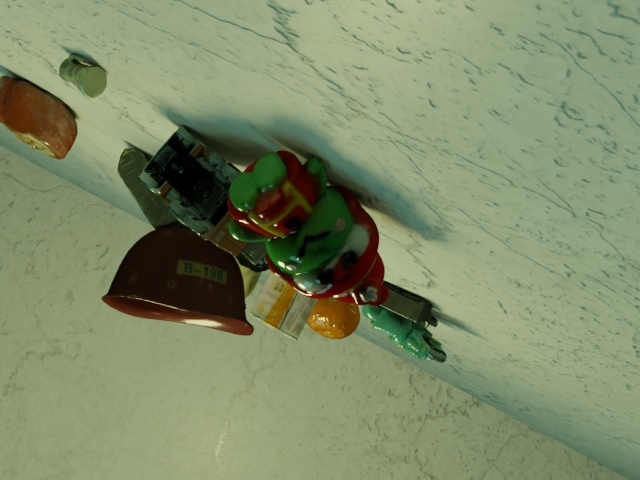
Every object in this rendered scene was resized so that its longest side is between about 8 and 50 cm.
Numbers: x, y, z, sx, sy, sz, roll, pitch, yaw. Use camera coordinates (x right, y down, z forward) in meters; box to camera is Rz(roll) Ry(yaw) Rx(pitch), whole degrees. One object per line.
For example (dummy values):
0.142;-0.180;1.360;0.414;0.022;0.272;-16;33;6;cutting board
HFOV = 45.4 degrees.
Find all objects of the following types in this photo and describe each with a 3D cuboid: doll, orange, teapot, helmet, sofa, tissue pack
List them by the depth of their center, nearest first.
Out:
0.000;0.000;1.254;0.363;0.182;0.160;45;-174;-31;doll
-0.418;-0.290;1.331;0.083;0.057;0.067;27;134;28;teapot
-0.329;0.087;1.896;0.384;0.230;0.337;16;164;-27;helmet
0.206;0.150;1.915;0.147;0.060;0.085;23;-174;31;sofa
-0.392;-0.139;1.983;0.225;0.176;0.210;56;175;10;sofa
-0.090;0.158;2.252;0.124;0.225;0.185;23;170;23;tissue pack
0.037;0.230;2.490;0.193;0.161;0.193;23;159;10;orange

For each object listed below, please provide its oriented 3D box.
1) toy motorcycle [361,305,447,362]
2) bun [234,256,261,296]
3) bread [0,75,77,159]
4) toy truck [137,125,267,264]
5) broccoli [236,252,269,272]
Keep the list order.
0.207;0.217;2.010;0.198;0.109;0.296;22;-166;-49;toy motorcycle
-0.264;0.096;2.516;0.127;0.193;0.178;22;178;8;bun
-0.693;-0.292;1.896;0.190;0.123;0.244;26;172;3;bread
-0.200;-0.083;1.406;0.184;0.133;0.338;41;178;-42;toy truck
-0.139;0.011;1.895;0.162;0.138;0.146;-7;146;9;broccoli
